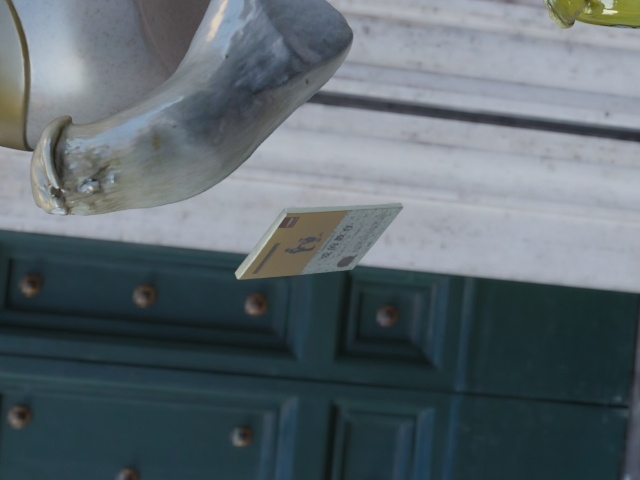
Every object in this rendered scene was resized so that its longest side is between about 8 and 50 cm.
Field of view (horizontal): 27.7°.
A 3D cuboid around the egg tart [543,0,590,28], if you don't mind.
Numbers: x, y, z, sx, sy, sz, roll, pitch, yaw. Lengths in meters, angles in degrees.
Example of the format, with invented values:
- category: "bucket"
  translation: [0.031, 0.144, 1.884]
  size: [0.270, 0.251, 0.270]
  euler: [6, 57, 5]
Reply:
- category: "egg tart"
  translation: [0.274, -0.289, 1.446]
  size: [0.105, 0.039, 0.105]
  euler: [26, -121, -52]

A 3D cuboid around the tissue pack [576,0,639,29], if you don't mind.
- category: "tissue pack"
  translation: [0.376, -0.312, 1.536]
  size: [0.127, 0.178, 0.123]
  euler: [-63, -23, -68]

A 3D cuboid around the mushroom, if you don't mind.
- category: "mushroom"
  translation: [-0.137, -0.144, 1.381]
  size: [0.397, 0.177, 0.126]
  euler: [-50, 11, -30]

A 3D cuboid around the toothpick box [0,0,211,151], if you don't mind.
- category: "toothpick box"
  translation: [-0.352, -0.317, 1.654]
  size: [0.409, 0.425, 0.409]
  euler: [-2, -90, -67]

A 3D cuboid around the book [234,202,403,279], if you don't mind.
- category: "book"
  translation: [0.000, 0.000, 1.443]
  size: [0.118, 0.172, 0.012]
  euler: [-52, 55, 38]
